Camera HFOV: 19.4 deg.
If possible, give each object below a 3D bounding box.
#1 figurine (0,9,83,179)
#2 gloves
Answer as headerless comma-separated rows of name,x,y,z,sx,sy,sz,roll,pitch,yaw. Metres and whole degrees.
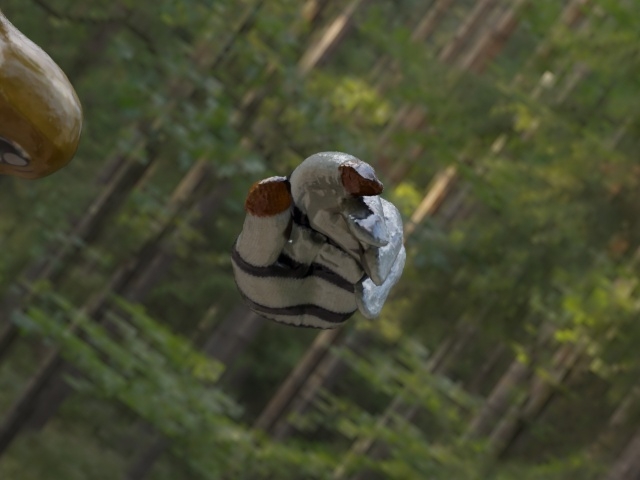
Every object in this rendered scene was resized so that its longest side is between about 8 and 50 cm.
figurine,-0.146,-0.111,0.806,0.176,0.122,0.121,65,-11,-19
gloves,0.010,-0.007,1.525,0.140,0.131,0.218,35,-41,3
